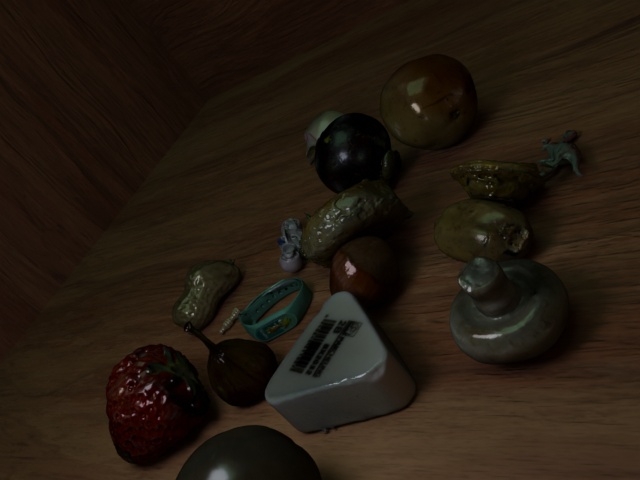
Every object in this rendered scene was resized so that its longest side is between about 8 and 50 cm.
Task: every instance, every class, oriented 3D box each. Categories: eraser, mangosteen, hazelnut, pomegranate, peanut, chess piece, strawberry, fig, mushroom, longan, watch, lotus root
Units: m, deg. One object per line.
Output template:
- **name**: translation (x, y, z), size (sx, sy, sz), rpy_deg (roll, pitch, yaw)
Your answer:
- **eraser**: translation (0.055, 0.267, 1.612), size (0.331, 0.150, 0.331), rpy_deg (-30, 27, 17)
- **mangosteen**: translation (0.120, -0.265, 2.216), size (0.288, 0.288, 0.288), rpy_deg (-30, 29, 19)
- **hazelnut**: translation (0.108, 0.091, 1.792), size (0.214, 0.176, 0.214), rpy_deg (-53, -8, -11)
- **pomegranate**: translation (0.333, -0.427, 2.153), size (0.319, 0.319, 0.319), rpy_deg (-30, 29, 19)
- **peanut**: translation (-0.394, 0.168, 2.312), size (0.291, 0.159, 0.143), rpy_deg (-56, 5, -27)
- **chess piece**: translation (-0.287, 0.256, 2.180), size (0.092, 0.035, 0.035), rpy_deg (-51, 29, -13)
- **strawberry**: translation (-0.469, 0.441, 1.873), size (0.310, 0.292, 0.292), rpy_deg (-32, 27, -2)
- **fig**: translation (-0.254, 0.322, 1.796), size (0.190, 0.290, 0.190), rpy_deg (-34, 46, 43)
- **mushroom**: translation (0.357, 0.118, 1.375), size (0.243, 0.243, 0.243), rpy_deg (-30, 29, 19)
- **longan**: translation (-0.146, 0.523, 1.350), size (0.319, 0.319, 0.319), rpy_deg (-30, 29, 19)
- **watch**: translation (-0.136, 0.202, 2.032), size (0.237, 0.068, 0.195), rpy_deg (-32, 27, 13)
- **lotus root**: translation (0.373, -0.021, 1.649), size (0.160, 0.146, 0.284), rpy_deg (-37, 23, -20)

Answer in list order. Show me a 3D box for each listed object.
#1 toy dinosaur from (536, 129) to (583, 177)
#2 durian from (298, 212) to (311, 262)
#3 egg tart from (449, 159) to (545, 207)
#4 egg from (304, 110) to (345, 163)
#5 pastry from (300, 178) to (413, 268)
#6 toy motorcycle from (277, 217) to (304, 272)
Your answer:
- **toy dinosaur**: translation (0.616, -0.213, 1.723), size (0.167, 0.053, 0.242), rpy_deg (-33, 19, -2)
- **durian**: translation (0.000, 0.008, 2.125), size (0.221, 0.137, 0.095), rpy_deg (-89, 20, -49)
- **egg tart**: translation (0.438, -0.139, 1.714), size (0.241, 0.241, 0.106), rpy_deg (-1, 82, 51)
- **egg**: translation (0.030, -0.408, 2.629), size (0.206, 0.162, 0.271), rpy_deg (-50, 30, -16)
- **pastry**: translation (0.088, -0.051, 1.905), size (0.329, 0.329, 0.136), rpy_deg (-35, 71, 9)
- **toy motorcycle**: translation (-0.080, 0.012, 2.234), size (0.112, 0.112, 0.254), rpy_deg (-30, 30, 19)
